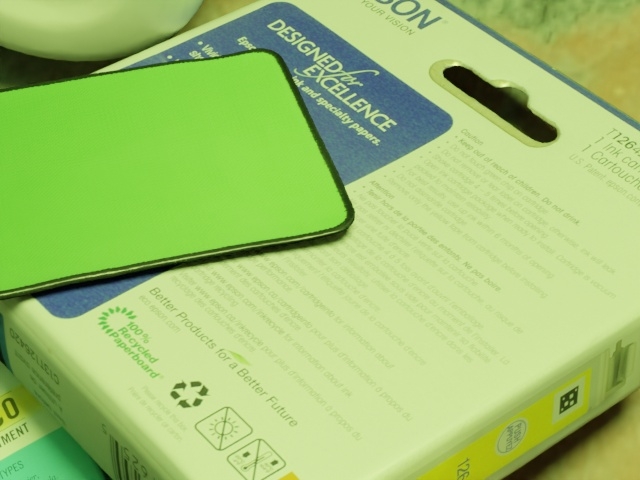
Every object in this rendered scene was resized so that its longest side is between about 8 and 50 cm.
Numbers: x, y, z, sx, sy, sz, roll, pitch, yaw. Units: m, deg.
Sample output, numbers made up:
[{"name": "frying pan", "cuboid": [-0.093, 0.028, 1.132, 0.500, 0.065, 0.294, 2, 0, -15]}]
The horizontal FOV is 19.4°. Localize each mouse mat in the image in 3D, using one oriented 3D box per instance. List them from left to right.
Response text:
[{"name": "mouse mat", "cuboid": [-0.092, -0.035, 0.875, 0.190, 0.007, 0.152, -10, 42, -12]}]

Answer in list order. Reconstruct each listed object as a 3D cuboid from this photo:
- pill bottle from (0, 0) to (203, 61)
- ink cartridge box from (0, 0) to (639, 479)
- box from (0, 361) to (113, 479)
[{"name": "pill bottle", "cuboid": [-0.114, -0.276, 1.039, 0.188, 0.188, 0.334, 2, 51, 15]}, {"name": "ink cartridge box", "cuboid": [0.000, 0.000, 0.888, 0.307, 0.072, 0.303, -26, 47, -29]}, {"name": "box", "cuboid": [-0.163, 0.101, 0.902, 0.100, 0.060, 0.244, -30, 57, -6]}]
